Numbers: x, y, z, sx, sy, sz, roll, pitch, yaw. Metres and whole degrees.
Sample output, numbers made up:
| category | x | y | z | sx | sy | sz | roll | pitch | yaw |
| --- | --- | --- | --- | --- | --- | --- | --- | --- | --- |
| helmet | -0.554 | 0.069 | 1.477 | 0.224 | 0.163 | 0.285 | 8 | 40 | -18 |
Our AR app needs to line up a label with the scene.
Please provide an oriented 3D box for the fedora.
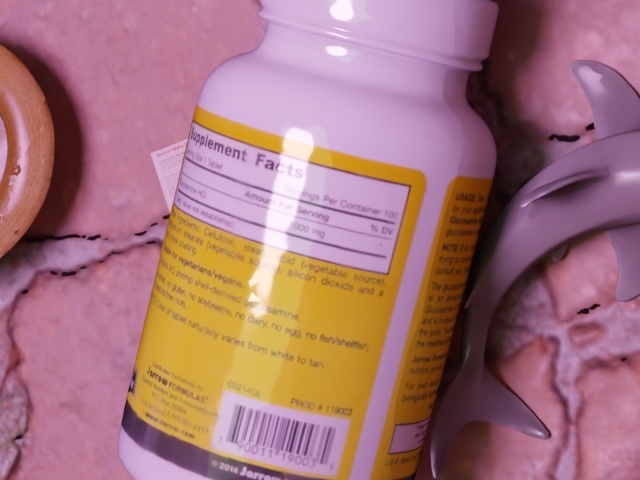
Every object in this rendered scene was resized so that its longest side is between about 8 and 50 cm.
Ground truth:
| category | x | y | z | sx | sy | sz | roll | pitch | yaw |
| --- | --- | --- | --- | --- | --- | --- | --- | --- | --- |
| fedora | -0.267 | -0.059 | 1.304 | 0.194 | 0.079 | 0.194 | 0 | 90 | 19 |

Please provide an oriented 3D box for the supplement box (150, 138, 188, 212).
| category | x | y | z | sx | sy | sz | roll | pitch | yaw |
| --- | --- | --- | --- | --- | --- | --- | --- | --- | --- |
| supplement box | -0.069 | -0.025 | 1.227 | 0.062 | 0.036 | 0.098 | -18 | 88 | 28 |

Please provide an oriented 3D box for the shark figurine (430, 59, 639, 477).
| category | x | y | z | sx | sy | sz | roll | pitch | yaw |
| --- | --- | --- | --- | --- | --- | --- | --- | --- | --- |
| shark figurine | 0.135 | 0.002 | 1.082 | 0.278 | 0.116 | 0.166 | -44 | 74 | 23 |

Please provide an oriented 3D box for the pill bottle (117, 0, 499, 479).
| category | x | y | z | sx | sy | sz | roll | pitch | yaw |
| --- | --- | --- | --- | --- | --- | --- | --- | --- | --- |
| pill bottle | 0.000 | 0.000 | 1.103 | 0.188 | 0.188 | 0.334 | 18 | 99 | 25 |
